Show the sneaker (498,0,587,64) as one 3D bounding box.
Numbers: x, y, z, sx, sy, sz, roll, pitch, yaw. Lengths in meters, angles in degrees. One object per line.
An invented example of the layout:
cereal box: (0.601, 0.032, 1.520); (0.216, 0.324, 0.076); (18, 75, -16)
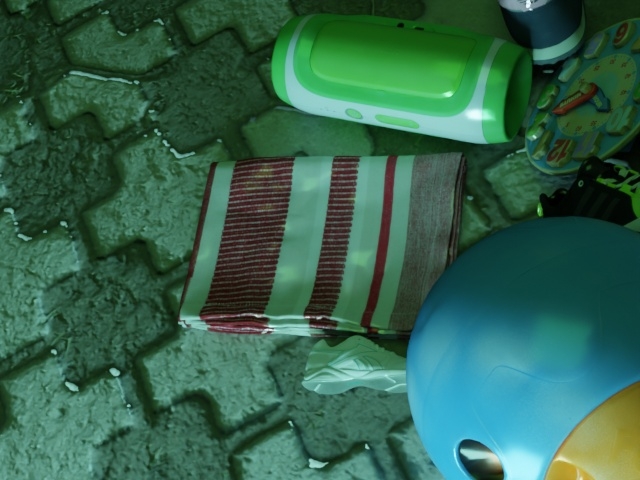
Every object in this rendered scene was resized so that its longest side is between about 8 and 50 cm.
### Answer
sneaker: (0.255, -0.364, 1.264); (0.112, 0.131, 0.319); (-19, 48, 17)

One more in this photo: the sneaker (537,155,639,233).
sneaker: (0.292, -0.041, 1.051); (0.084, 0.235, 0.097); (-19, 85, -29)

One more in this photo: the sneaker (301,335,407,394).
sneaker: (0.054, 0.132, 1.134); (0.152, 0.053, 0.061); (-2, 60, 18)

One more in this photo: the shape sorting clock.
shape sorting clock: (0.305, -0.162, 1.156); (0.206, 0.040, 0.206); (-42, 31, 34)

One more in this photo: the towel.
towel: (0.000, 0.000, 1.231); (0.329, 0.037, 0.237); (0, 63, 19)

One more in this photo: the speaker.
speaker: (0.095, -0.197, 1.251); (0.297, 0.131, 0.131); (13, 68, 24)

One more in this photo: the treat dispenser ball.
treat dispenser ball: (0.222, 0.121, 0.946); (0.288, 0.288, 0.288); (-8, 61, 14)
